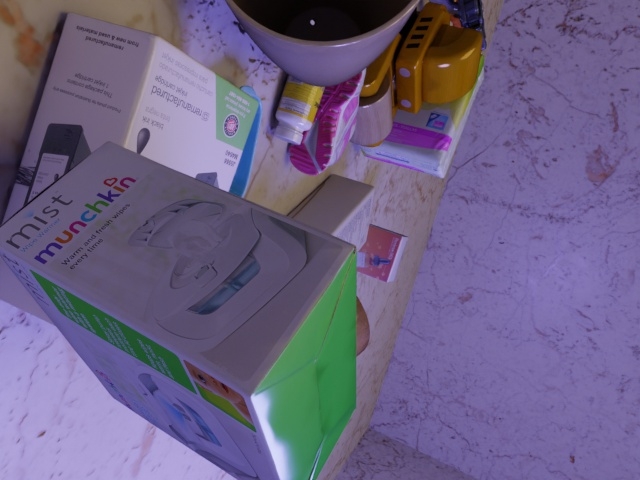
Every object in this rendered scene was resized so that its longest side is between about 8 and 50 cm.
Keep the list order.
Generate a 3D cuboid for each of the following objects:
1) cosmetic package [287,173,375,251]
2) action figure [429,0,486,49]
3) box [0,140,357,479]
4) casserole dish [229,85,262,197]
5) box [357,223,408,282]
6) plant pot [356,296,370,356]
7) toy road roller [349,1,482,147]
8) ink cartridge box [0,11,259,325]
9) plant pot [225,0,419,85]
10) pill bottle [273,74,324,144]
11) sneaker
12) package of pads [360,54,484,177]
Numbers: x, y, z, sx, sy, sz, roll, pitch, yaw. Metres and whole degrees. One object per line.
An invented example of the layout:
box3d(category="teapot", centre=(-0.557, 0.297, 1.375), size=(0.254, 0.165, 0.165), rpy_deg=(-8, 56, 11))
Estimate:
box3d(category="cosmetic package", centre=(0.000, 0.000, 1.165), size=(0.309, 0.113, 0.160), rpy_deg=(-48, 151, -49))
box3d(category="action figure", centre=(0.316, -0.587, 1.355), size=(0.330, 0.178, 0.342), rpy_deg=(29, 55, -66))
box3d(category="box", centre=(-0.095, 0.080, 0.455), size=(0.127, 0.231, 0.262), rpy_deg=(-53, 156, -32))
box3d(category="casserole dish", centre=(-0.135, -0.131, 0.782), size=(0.114, 0.037, 0.188), rpy_deg=(-24, 130, -64))
box3d(category="box", centre=(0.129, 0.023, 1.448), size=(0.091, 0.170, 0.130), rpy_deg=(5, 103, -70))
box3d(category="plant pot", centre=(-0.082, 0.185, 0.919), size=(0.254, 0.237, 0.237), rpy_deg=(-42, 147, -38))
box3d(category="toy road roller", centre=(0.192, -0.350, 1.142), size=(0.330, 0.240, 0.202), rpy_deg=(-63, 159, -19))
box3d(category="ink cartridge box", centre=(-0.195, -0.058, 0.570), size=(0.198, 0.114, 0.273), rpy_deg=(8, 102, -70))
box3d(category="plant pot", centre=(0.005, -0.316, 0.716), size=(0.274, 0.256, 0.257), rpy_deg=(79, 32, -84))
box3d(category="pill bottle", centre=(-0.038, -0.223, 0.911), size=(0.116, 0.065, 0.065), rpy_deg=(-70, 161, 3))
box3d(category="sneaker", centre=(0.020, -0.248, 1.014), size=(0.252, 0.103, 0.111), rpy_deg=(-68, 166, 15))
box3d(category="package of pads", centre=(0.237, -0.321, 1.314), size=(0.297, 0.229, 0.101), rpy_deg=(-66, 156, -8))
